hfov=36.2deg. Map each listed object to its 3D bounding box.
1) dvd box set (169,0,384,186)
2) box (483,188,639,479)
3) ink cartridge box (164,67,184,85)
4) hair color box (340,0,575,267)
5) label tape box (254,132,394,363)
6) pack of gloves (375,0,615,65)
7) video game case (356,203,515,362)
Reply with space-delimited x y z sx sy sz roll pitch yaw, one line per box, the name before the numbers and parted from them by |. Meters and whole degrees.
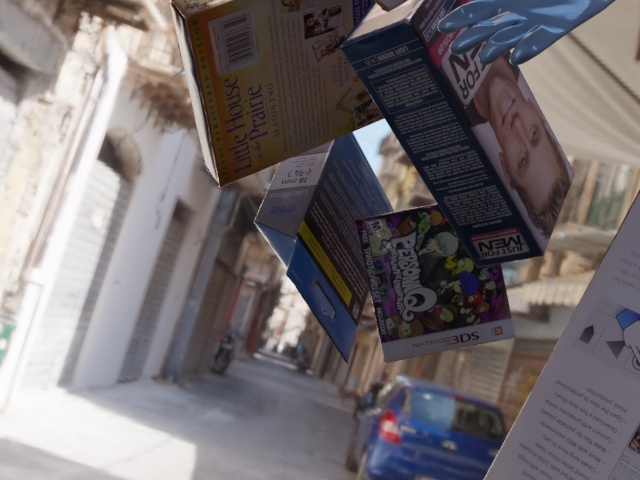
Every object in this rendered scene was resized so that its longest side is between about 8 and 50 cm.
dvd box set | 0.010 -0.275 1.408 0.062 0.420 0.308 53 -20 39
box | 0.225 0.134 0.586 0.058 0.322 0.232 28 2 -38
ink cartridge box | -0.158 -0.352 1.558 0.235 0.171 0.056 -28 -74 37
hair color box | 0.180 -0.155 1.202 0.105 0.174 0.347 -12 -56 40
label tape box | 0.000 0.000 1.618 0.105 0.334 0.241 -4 -43 30
pack of gloves | 0.149 -0.213 0.804 0.195 0.232 0.046 39 -31 32
video game case | 0.179 0.059 1.532 0.210 0.232 0.042 -10 -2 0
